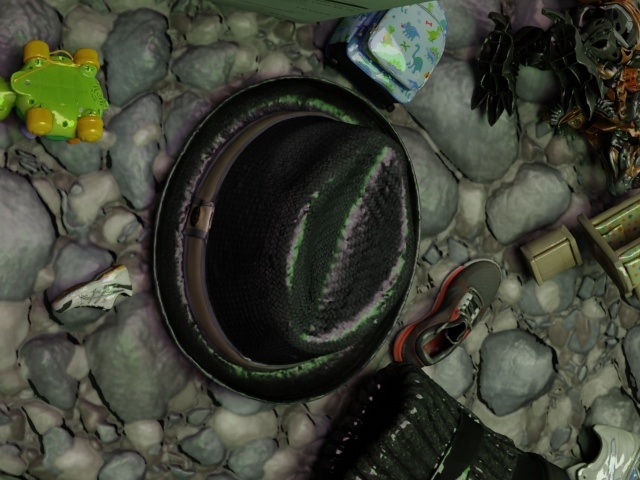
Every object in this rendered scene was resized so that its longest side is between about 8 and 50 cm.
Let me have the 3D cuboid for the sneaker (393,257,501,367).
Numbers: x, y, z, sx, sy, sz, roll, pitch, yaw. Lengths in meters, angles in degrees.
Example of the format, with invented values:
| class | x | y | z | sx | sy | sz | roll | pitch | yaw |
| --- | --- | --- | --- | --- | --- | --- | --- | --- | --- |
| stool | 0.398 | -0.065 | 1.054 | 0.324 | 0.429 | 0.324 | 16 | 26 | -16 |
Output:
| class | x | y | z | sx | sy | sz | roll | pitch | yaw |
| --- | --- | --- | --- | --- | --- | --- | --- | --- | --- |
| sneaker | 0.148 | 0.083 | 1.864 | 0.158 | 0.065 | 0.061 | -48 | 112 | -20 |

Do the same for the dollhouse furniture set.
| class | x | y | z | sx | sy | sz | roll | pitch | yaw |
| --- | --- | --- | --- | --- | --- | --- | --- | --- | --- |
| dollhouse furniture set | 0.339 | 0.046 | 1.938 | 0.182 | 0.101 | 0.161 | -29 | 132 | -2 |

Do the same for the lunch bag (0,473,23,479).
| class | x | y | z | sx | sy | sz | roll | pitch | yaw |
| --- | --- | --- | --- | --- | --- | --- | --- | --- | --- |
| lunch bag | -0.332 | 0.332 | 1.543 | 0.235 | 0.169 | 0.287 | 23 | 84 | -27 |

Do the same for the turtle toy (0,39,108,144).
| class | x | y | z | sx | sy | sz | roll | pitch | yaw |
| --- | --- | --- | --- | --- | --- | --- | --- | --- | --- |
| turtle toy | -0.259 | -0.131 | 1.632 | 0.130 | 0.066 | 0.095 | 6 | 64 | -26 |

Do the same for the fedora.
| class | x | y | z | sx | sy | sz | roll | pitch | yaw |
| --- | --- | --- | --- | --- | --- | --- | --- | --- | --- |
| fedora | 0.000 | 0.000 | 1.731 | 0.334 | 0.152 | 0.334 | -1 | 92 | -29 |

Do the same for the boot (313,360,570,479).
| class | x | y | z | sx | sy | sz | roll | pitch | yaw |
| --- | --- | --- | --- | --- | --- | --- | --- | --- | --- |
| boot | 0.100 | 0.323 | 1.800 | 0.260 | 0.131 | 0.348 | 33 | 65 | -33 |

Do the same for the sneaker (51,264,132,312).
| class | x | y | z | sx | sy | sz | roll | pitch | yaw |
| --- | --- | --- | --- | --- | --- | --- | --- | --- | --- |
| sneaker | -0.215 | 0.054 | 1.680 | 0.083 | 0.032 | 0.037 | -27 | 103 | -26 |

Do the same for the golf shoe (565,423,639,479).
| class | x | y | z | sx | sy | sz | roll | pitch | yaw |
| --- | --- | --- | --- | --- | --- | --- | --- | --- | --- |
| golf shoe | 0.303 | 0.288 | 1.967 | 0.086 | 0.069 | 0.176 | 27 | 74 | -6 |

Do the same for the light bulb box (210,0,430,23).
| class | x | y | z | sx | sy | sz | roll | pitch | yaw |
| --- | --- | --- | --- | --- | --- | --- | --- | --- | --- |
| light bulb box | -0.061 | -0.347 | 1.572 | 0.358 | 0.361 | 0.225 | 9 | 86 | -29 |

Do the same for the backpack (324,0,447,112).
| class | x | y | z | sx | sy | sz | roll | pitch | yaw |
| --- | --- | --- | --- | --- | --- | --- | --- | --- | --- |
| backpack | 0.078 | -0.207 | 1.810 | 0.105 | 0.084 | 0.114 | 38 | 70 | -27 |

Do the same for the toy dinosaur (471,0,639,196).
| class | x | y | z | sx | sy | sz | roll | pitch | yaw |
| --- | --- | --- | --- | --- | --- | --- | --- | --- | --- |
| toy dinosaur | 0.283 | -0.205 | 1.917 | 0.218 | 0.164 | 0.322 | -23 | 83 | -42 |
